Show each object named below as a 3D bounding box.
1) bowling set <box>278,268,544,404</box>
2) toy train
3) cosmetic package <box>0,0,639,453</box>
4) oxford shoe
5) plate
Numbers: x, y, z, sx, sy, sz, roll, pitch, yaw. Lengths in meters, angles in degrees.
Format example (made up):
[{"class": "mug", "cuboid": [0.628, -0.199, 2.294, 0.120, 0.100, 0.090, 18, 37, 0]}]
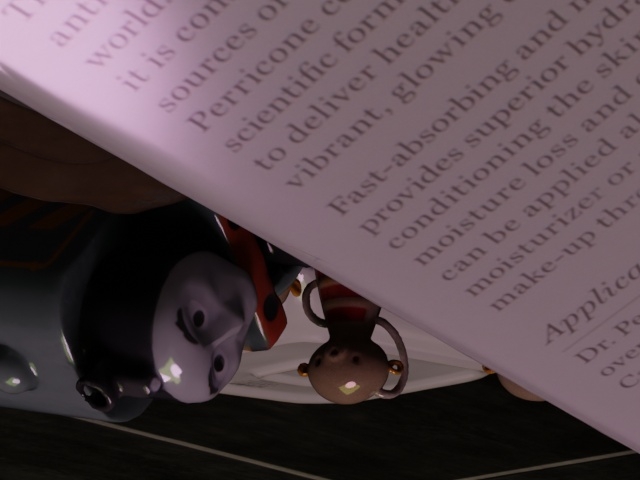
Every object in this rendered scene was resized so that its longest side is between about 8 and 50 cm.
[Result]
[{"class": "bowling set", "cuboid": [0.000, 0.000, 1.010, 0.287, 0.154, 0.200, -5, 159, 20]}, {"class": "toy train", "cuboid": [-0.157, 0.005, 0.908, 0.334, 0.190, 0.142, 6, 133, 29]}, {"class": "cosmetic package", "cuboid": [0.041, -0.120, 0.483, 0.230, 0.161, 0.453, -40, 134, 21]}, {"class": "oxford shoe", "cuboid": [-0.130, -0.062, 0.710, 0.096, 0.083, 0.227, -31, 138, 28]}, {"class": "plate", "cuboid": [-0.003, 0.081, 1.347, 0.277, 0.045, 0.278, 12, 162, -41]}]
